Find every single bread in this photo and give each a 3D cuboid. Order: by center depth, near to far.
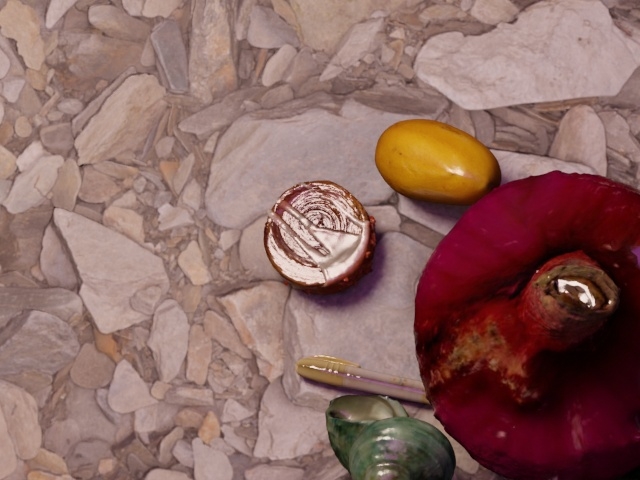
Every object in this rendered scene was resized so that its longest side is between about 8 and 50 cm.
[{"bbox_3d":[0.000,0.000,1.941,0.160,0.073,0.160,-2,72,7],"label":"bread"}]

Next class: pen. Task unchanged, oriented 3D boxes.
[{"bbox_3d":[0.080,0.190,1.901,0.233,0.032,0.040,11,54,10],"label":"pen"}]

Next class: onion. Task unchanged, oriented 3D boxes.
[{"bbox_3d":[0.282,0.095,1.691,0.398,0.420,0.398,-4,78,17],"label":"onion"}]

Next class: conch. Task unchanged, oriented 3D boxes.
[{"bbox_3d":[0.086,0.272,1.804,0.176,0.188,0.122,28,89,-6],"label":"conch"}]

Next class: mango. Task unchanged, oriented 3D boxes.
[{"bbox_3d":[0.162,-0.099,1.883,0.219,0.145,0.112,29,104,55],"label":"mango"}]

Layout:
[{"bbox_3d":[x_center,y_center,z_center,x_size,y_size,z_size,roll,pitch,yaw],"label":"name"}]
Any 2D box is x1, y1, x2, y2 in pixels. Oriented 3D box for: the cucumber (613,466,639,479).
[{"bbox_3d":[0.332,0.423,1.762,0.145,0.105,0.325,41,82,17],"label":"cucumber"}]
